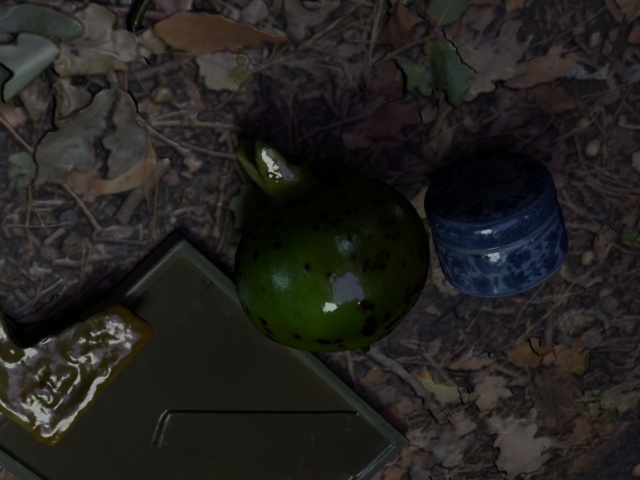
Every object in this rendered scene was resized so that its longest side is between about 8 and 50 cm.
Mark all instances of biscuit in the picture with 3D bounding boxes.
[{"bbox_3d":[-0.295,0.108,1.675,0.183,0.039,0.174,37,97,-20],"label":"biscuit"}]

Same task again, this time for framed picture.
[{"bbox_3d":[-0.137,0.224,1.843,0.326,0.028,0.446,-42,126,3],"label":"framed picture"}]

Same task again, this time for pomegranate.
[{"bbox_3d":[0.000,0.000,1.677,0.211,0.211,0.263,-26,103,-8],"label":"pomegranate"}]

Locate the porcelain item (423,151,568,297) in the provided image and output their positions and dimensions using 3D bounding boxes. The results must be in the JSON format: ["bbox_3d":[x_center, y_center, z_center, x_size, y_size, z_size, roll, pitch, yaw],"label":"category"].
[{"bbox_3d":[0.193,-0.022,1.774,0.147,0.147,0.114,-26,124,-9],"label":"porcelain item"}]

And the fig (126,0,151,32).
[{"bbox_3d":[-0.092,-0.268,1.548,0.236,0.124,0.124,-22,128,18],"label":"fig"}]
